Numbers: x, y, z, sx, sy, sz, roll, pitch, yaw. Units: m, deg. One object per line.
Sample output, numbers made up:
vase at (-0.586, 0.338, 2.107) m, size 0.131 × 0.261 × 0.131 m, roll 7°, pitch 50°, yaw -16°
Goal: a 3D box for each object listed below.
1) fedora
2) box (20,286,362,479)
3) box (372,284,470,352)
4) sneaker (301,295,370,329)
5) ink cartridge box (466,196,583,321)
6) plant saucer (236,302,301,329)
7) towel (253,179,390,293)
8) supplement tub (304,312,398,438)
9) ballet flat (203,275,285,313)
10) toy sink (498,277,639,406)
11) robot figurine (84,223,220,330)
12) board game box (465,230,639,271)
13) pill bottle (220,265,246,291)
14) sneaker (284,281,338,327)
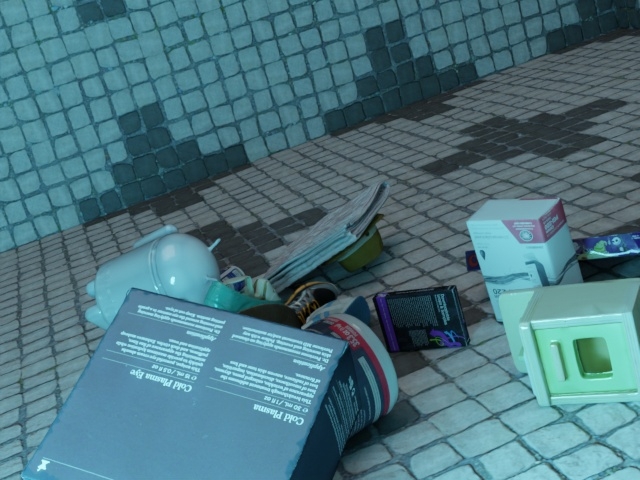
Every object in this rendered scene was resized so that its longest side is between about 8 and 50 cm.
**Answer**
fedora at (0.091, 0.016, 2.364) m, size 0.194 × 0.079 × 0.194 m, roll -38°, pitch 8°, yaw 7°
box at (-0.160, 0.268, 1.357) m, size 0.343 × 0.179 × 0.312 m, roll 13°, pitch 53°, yaw 19°
box at (0.186, 0.146, 1.854) m, size 0.162 × 0.116 × 0.029 m, roll -7°, pitch 19°, yaw 28°
sneaker at (0.007, 0.182, 1.989) m, size 0.092 × 0.087 × 0.228 m, roll -13°, pitch 10°, yaw 39°
ink cartridge box at (0.377, 0.039, 1.825) m, size 0.158 × 0.218 × 0.092 m, roll -1°, pitch 29°, yaw 43°
plant saucer at (-0.144, 0.239, 1.688) m, size 0.310 × 0.311 × 0.050 m, roll -28°, pitch 56°, yaw -29°
towel at (0.000, 0.000, 2.394) m, size 0.332 × 0.053 × 0.317 m, roll -34°, pitch 8°, yaw 28°
supplement tub at (-0.029, 0.252, 1.606) m, size 0.272 × 0.191 × 0.191 m, roll -27°, pitch 20°, yaw -29°
ballet flat at (-0.145, 0.120, 2.134) m, size 0.083 × 0.087 × 0.247 m, roll 19°, pitch 7°, yaw 38°
toy sink at (0.387, 0.161, 1.553) m, size 0.234 × 0.153 × 0.131 m, roll -7°, pitch 21°, yaw 29°
robot figurine at (-0.380, 0.106, 2.330) m, size 0.353 × 0.200 × 0.300 m, roll -23°, pitch 57°, yaw 22°
board game box at (0.482, 0.019, 1.962) m, size 0.346 × 0.056 × 0.208 m, roll -7°, pitch -6°, yaw 30°
pill bottle at (-0.239, 0.115, 2.441) m, size 0.067 × 0.067 × 0.120 m, roll -5°, pitch 21°, yaw 35°
sneaker at (-0.048, 0.162, 2.102) m, size 0.215 × 0.084 × 0.083 m, roll -33°, pitch 23°, yaw -16°
